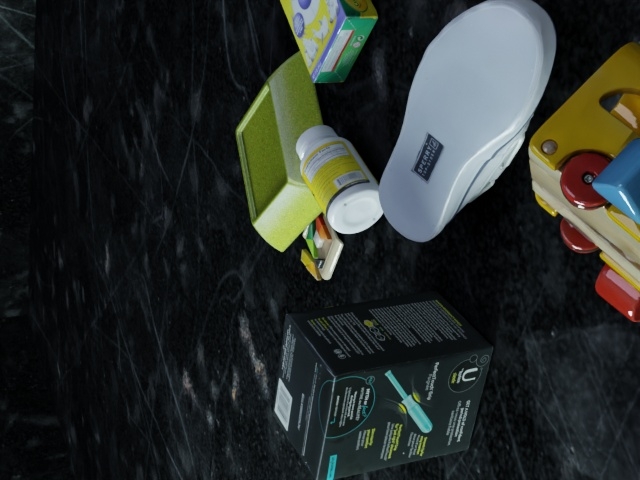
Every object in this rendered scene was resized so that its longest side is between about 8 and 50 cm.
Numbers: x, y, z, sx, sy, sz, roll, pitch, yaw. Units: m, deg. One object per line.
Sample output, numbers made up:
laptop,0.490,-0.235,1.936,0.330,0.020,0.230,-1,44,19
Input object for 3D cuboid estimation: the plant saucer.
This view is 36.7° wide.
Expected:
plant saucer,-0.052,-0.103,1.152,0.188,0.045,0.189,136,126,-59

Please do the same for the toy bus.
toy bus,0.203,-0.010,0.493,0.202,0.104,0.191,45,179,-25

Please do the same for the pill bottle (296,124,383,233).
pill bottle,0.017,-0.068,1.010,0.116,0.065,0.065,61,147,38

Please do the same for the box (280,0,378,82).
box,-0.003,-0.270,1.026,0.105,0.043,0.179,-58,44,52

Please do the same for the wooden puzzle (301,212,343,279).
wooden puzzle,0.000,0.000,1.122,0.079,0.014,0.116,58,144,41

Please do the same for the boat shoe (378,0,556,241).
boat shoe,0.120,-0.101,0.764,0.095,0.084,0.258,48,147,12

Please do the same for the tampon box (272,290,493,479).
tampon box,0.054,0.129,0.875,0.101,0.160,0.121,48,136,50
